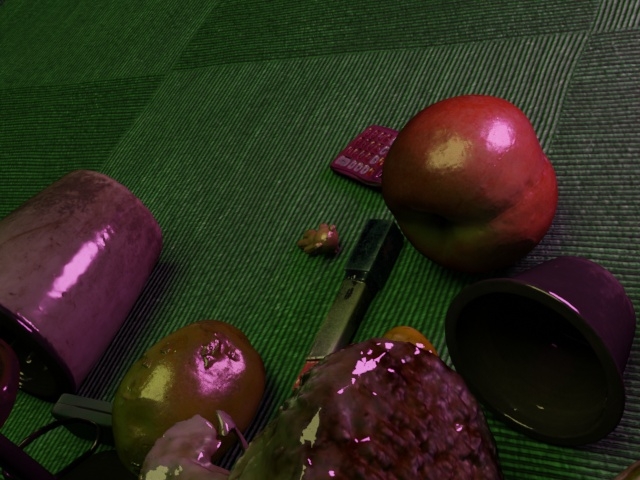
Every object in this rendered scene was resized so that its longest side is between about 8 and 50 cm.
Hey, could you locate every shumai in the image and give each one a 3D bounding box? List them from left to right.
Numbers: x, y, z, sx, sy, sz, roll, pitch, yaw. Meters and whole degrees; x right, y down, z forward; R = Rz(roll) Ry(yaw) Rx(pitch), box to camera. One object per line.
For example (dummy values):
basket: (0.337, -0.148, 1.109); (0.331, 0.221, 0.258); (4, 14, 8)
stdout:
shumai: (-0.005, 0.328, 1.017); (0.348, 0.395, 0.395); (-22, 37, 44)

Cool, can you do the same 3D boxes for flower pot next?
flower pot: (-0.442, 0.065, 1.561); (0.294, 0.293, 0.330); (7, 46, 37)
flower pot: (0.286, 0.114, 1.114); (0.235, 0.235, 0.148); (14, 38, 40)

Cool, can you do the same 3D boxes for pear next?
pear: (0.116, 0.160, 1.248); (0.097, 0.092, 0.092); (-2, 48, 31)

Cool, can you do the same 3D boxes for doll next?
doll: (-0.006, -0.006, 1.517); (0.093, 0.051, 0.061); (18, 67, 44)

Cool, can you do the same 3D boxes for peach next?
peach: (0.215, -0.086, 1.310); (0.252, 0.252, 0.252); (-18, 42, 17)

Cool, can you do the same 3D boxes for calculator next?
calculator: (0.110, -0.142, 1.596); (0.126, 0.034, 0.190); (-46, 36, -14)

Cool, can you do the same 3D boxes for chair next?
chair: (-0.418, 0.284, 1.217); (0.227, 0.401, 0.226); (-17, 44, 17)

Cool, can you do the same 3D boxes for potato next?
potato: (-0.183, 0.224, 1.297); (0.149, 0.186, 0.253); (-6, 49, 48)

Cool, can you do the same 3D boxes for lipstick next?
lipstick: (0.042, 0.103, 1.382); (0.051, 0.051, 0.312); (5, 55, 35)

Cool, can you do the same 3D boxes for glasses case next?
glasses case: (-0.326, 0.281, 1.409); (0.184, 0.077, 0.039); (3, 51, 34)

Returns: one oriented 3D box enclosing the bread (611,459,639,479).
bread: (0.416, 0.351, 0.834); (0.382, 0.129, 0.366); (4, 49, 34)
